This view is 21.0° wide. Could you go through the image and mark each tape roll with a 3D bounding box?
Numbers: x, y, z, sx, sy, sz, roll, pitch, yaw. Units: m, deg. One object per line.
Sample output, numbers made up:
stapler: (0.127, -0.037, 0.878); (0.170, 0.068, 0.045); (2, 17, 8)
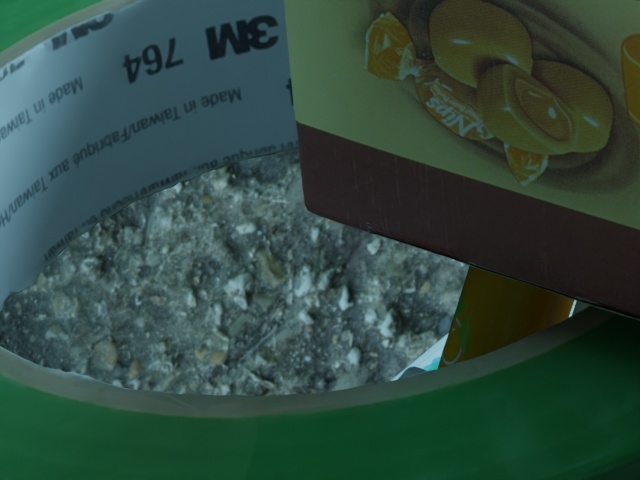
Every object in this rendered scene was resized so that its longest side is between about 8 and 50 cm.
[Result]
tape roll: (0.000, 0.000, 0.501); (0.321, 0.321, 0.077); (-37, -47, -34)

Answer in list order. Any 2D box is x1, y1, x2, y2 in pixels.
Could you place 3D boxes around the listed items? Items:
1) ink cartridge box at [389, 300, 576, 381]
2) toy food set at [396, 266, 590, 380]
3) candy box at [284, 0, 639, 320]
ink cartridge box: (0.169, 0.045, 0.902); (0.186, 0.065, 0.311); (-6, 24, 46)
toy food set: (0.063, 0.058, 0.526); (0.232, 0.111, 0.104); (-38, -34, -61)
candy box: (0.157, -0.089, 0.452); (0.316, 0.183, 0.087); (-38, -45, -41)
